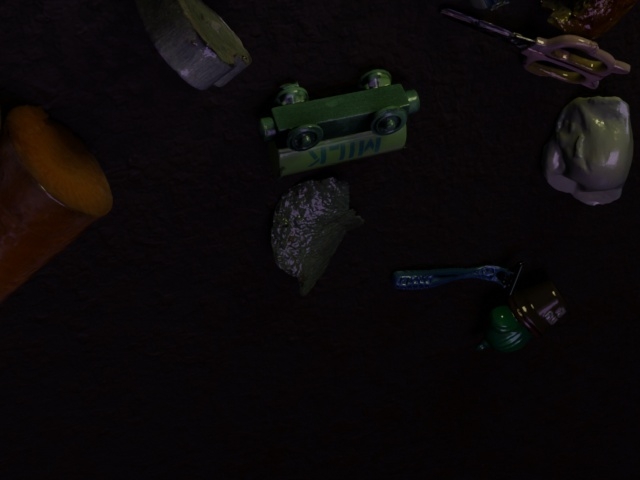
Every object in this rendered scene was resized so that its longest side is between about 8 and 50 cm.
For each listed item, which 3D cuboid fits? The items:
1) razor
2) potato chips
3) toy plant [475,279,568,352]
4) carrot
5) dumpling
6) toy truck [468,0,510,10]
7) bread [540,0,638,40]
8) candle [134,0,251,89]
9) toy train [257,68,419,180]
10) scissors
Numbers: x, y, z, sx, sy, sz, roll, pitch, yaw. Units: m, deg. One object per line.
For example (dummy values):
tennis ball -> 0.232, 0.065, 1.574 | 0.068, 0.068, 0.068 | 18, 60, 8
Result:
razor -> 0.249, 0.069, 2.054 | 0.253, 0.042, 0.082 | -2, 129, -20
potato chips -> -0.005, -0.003, 1.864 | 0.167, 0.059, 0.228 | -33, 136, -8
toy plant -> 0.377, 0.155, 2.142 | 0.200, 0.105, 0.143 | -36, 156, 11
carrot -> -0.437, -0.037, 1.553 | 0.254, 0.196, 0.196 | -41, 134, 21
dumpling -> 0.459, -0.157, 1.910 | 0.151, 0.124, 0.229 | 10, 128, 14
toy truck -> 0.219, -0.415, 1.590 | 0.088, 0.074, 0.202 | -27, 137, 12
bread -> 0.471, -0.462, 1.634 | 0.380, 0.109, 0.185 | -43, 134, 18
candle -> -0.173, -0.279, 1.482 | 0.068, 0.192, 0.168 | -40, 90, 14
toy train -> 0.025, -0.168, 1.709 | 0.253, 0.105, 0.157 | -13, 148, -14
scissors -> 0.322, -0.301, 1.722 | 0.317, 0.024, 0.160 | 17, 167, -18
